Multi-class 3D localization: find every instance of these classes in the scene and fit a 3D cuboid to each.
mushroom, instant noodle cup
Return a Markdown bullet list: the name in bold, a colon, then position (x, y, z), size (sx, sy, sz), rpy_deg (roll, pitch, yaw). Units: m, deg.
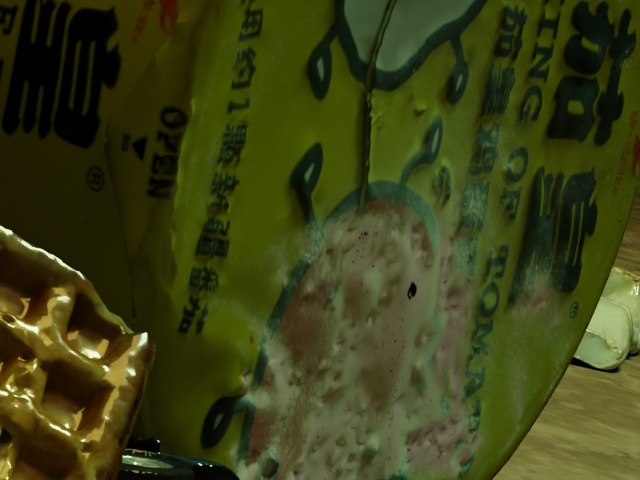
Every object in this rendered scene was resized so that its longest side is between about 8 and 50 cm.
- **mushroom**: position (0.208, 0.059, 1.451), size (0.059, 0.054, 0.202), rpy_deg (17, 12, 16)
- **instant noodle cup**: position (-0.053, -0.063, 0.749), size (0.254, 0.326, 0.325), rpy_deg (18, 8, 32)

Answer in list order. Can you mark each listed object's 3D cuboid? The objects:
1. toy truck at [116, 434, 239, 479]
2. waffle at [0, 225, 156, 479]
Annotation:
- **toy truck**: position (-0.122, 0.083, 0.518), size (0.201, 0.074, 0.088), rpy_deg (8, 0, -37)
- **waffle**: position (-0.100, 0.054, 0.438), size (0.102, 0.042, 0.148), rpy_deg (33, 43, -18)
